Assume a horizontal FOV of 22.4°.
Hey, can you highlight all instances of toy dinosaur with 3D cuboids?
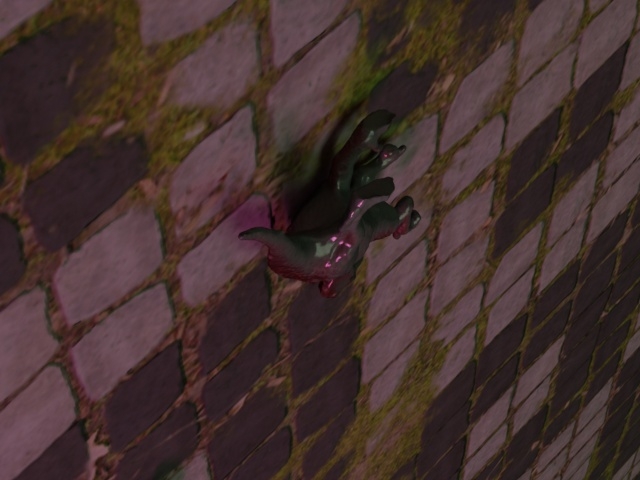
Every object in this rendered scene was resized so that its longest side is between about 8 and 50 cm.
[{"bbox_3d":[0.000,0.000,1.021,0.167,0.053,0.242,-57,167,31],"label":"toy dinosaur"}]
